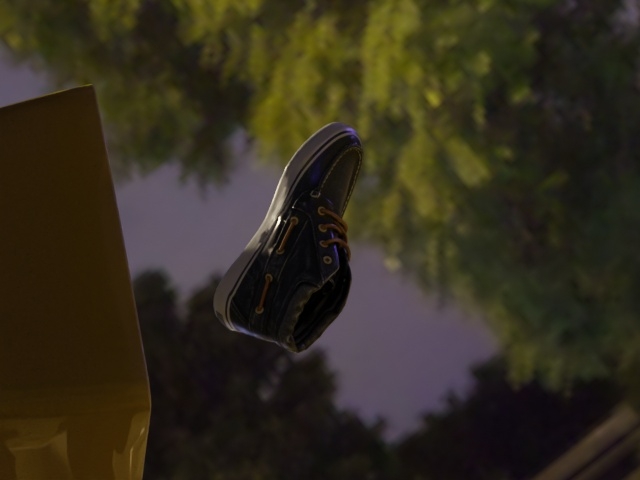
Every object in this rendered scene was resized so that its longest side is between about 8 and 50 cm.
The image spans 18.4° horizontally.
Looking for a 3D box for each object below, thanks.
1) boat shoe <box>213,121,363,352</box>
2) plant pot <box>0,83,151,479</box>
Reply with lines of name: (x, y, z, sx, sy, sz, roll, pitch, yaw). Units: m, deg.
boat shoe: (0.000, 0.000, 1.498, 0.183, 0.083, 0.065, -60, -38, -10)
plant pot: (-0.213, 0.059, 1.160, 0.187, 0.212, 0.212, -7, -29, -13)
